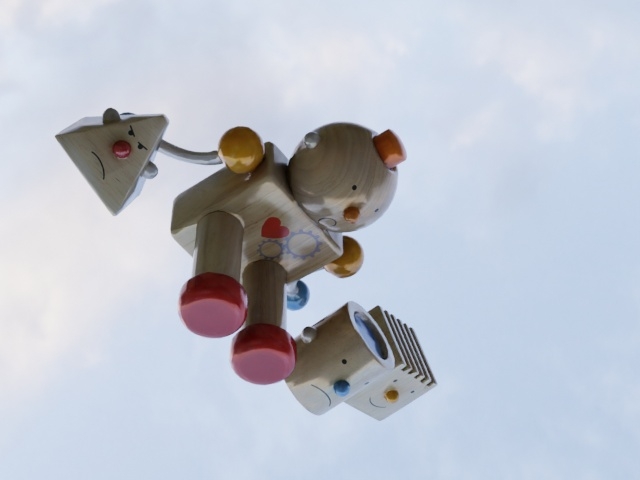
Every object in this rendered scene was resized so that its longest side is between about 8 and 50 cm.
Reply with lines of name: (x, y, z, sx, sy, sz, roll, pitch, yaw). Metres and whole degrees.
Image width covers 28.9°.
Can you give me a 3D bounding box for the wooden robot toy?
wooden robot toy: (0.000, 0.000, 0.400, 0.079, 0.173, 0.076, -33, -145, 16)
